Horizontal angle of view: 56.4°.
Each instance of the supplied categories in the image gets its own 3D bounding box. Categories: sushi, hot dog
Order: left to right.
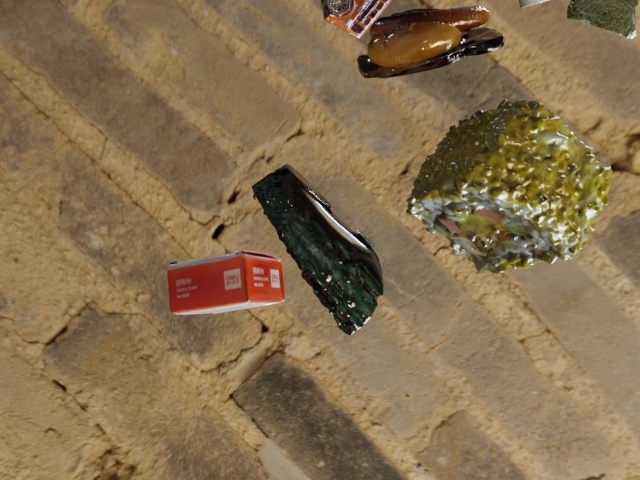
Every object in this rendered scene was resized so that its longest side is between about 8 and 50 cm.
[{"bbox_3d":[0.231,-0.471,1.347,0.326,0.107,0.194,-16,-142,9],"label":"hot dog"},{"bbox_3d":[0.399,-0.091,1.292,0.351,0.396,0.240,33,-108,-13],"label":"sushi"}]

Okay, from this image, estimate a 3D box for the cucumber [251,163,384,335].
[{"bbox_3d":[0.000,0.000,0.680,0.085,0.115,0.193,-40,-86,11],"label":"cucumber"}]

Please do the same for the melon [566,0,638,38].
[{"bbox_3d":[0.615,-0.513,1.315,0.139,0.093,0.203,-14,-110,20],"label":"melon"}]

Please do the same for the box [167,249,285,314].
[{"bbox_3d":[-0.174,0.079,1.105,0.182,0.133,0.099,-11,-102,27],"label":"box"}]

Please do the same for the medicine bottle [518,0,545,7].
[{"bbox_3d":[0.388,-0.509,1.102,0.079,0.079,0.140,-20,-73,-17],"label":"medicine bottle"}]

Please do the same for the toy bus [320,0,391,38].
[{"bbox_3d":[0.139,-0.657,1.424,0.153,0.329,0.143,25,-142,-28],"label":"toy bus"}]
